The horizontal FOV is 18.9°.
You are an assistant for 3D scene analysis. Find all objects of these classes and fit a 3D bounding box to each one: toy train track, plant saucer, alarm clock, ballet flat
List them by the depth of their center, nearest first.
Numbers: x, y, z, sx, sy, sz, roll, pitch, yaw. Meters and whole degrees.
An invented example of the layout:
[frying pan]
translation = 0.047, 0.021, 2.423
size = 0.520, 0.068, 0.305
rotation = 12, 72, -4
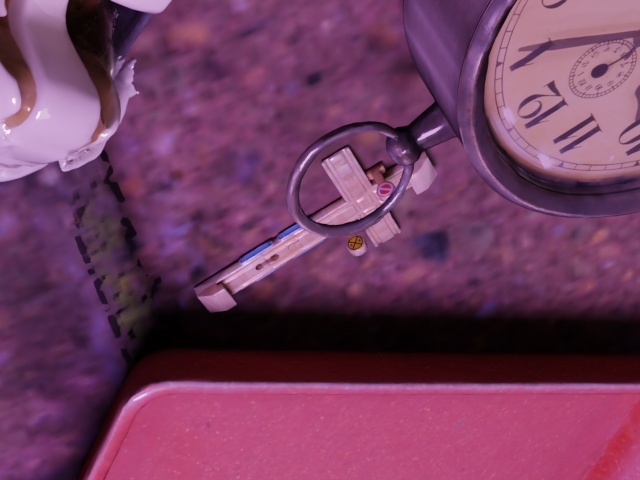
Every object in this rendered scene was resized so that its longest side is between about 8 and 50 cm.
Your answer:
[ballet flat]
translation = -0.061, -0.064, 0.449
size = 0.074, 0.074, 0.203
rotation = 16, 123, -40
[alarm clock]
translation = 0.071, -0.060, 0.533
size = 0.192, 0.064, 0.129
rotation = -34, 140, 3
[toy train track]
translation = 0.000, 0.000, 0.595
size = 0.083, 0.014, 0.048
rotation = -31, 140, 4
[plant saucer]
translation = -0.001, 0.126, 0.704
size = 0.259, 0.047, 0.258
rotation = 3, 131, -31
